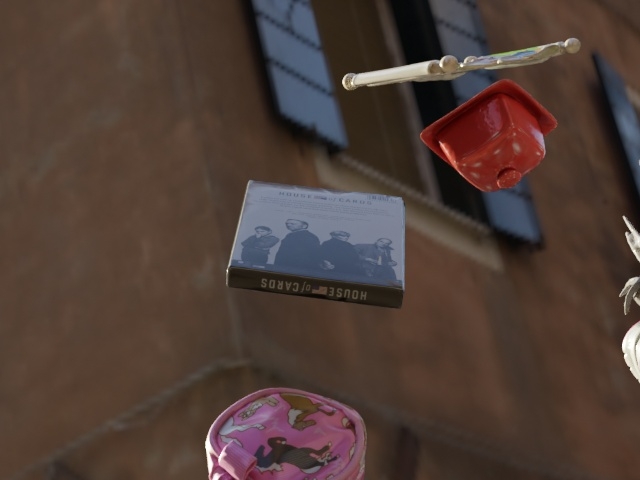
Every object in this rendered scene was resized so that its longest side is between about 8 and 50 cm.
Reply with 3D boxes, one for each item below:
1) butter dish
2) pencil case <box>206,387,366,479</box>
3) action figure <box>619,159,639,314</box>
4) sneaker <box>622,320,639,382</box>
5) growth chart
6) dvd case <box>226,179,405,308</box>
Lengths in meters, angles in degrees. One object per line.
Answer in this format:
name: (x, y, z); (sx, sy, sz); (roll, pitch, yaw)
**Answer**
butter dish: (0.251, -0.125, 2.385); (0.160, 0.118, 0.160); (-32, -39, 21)
pencil case: (-0.043, 0.328, 1.759); (0.160, 0.167, 0.386); (12, -51, 9)
action figure: (0.332, -0.048, 1.303); (0.285, 0.185, 0.099); (-47, -46, 6)
sneaker: (0.464, 0.208, 2.076); (0.103, 0.252, 0.111); (-35, -4, -1)
growth chart: (0.141, -0.167, 1.606); (0.172, 0.021, 0.237); (-6, 6, 43)
dvd case: (0.000, 0.000, 1.789); (0.179, 0.239, 0.030); (7, -67, 0)
